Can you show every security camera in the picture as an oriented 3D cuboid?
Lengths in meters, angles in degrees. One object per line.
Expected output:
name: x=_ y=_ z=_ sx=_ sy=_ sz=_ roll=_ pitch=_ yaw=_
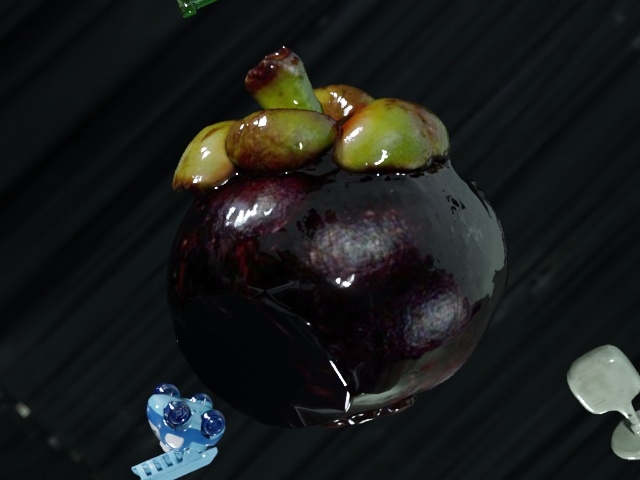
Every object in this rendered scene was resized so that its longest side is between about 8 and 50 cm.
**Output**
security camera: x=0.231 y=0.120 z=1.447 sx=0.092 sy=0.058 sz=0.058 roll=58 pitch=170 yaw=-24

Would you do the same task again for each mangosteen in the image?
mangosteen: x=-0.001 y=0.005 z=1.434 sx=0.287 sy=0.233 sz=0.287 roll=31 pitch=151 yaw=20

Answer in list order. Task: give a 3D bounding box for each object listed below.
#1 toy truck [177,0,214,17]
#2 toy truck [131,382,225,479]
toy truck: x=-0.069 y=-0.277 z=1.122 sx=0.088 sy=0.121 sz=0.259 roll=-126 pitch=17 yaw=-46
toy truck: x=-0.130 y=0.179 z=1.669 sx=0.073 sy=0.090 sz=0.056 roll=21 pitch=-170 yaw=-25
